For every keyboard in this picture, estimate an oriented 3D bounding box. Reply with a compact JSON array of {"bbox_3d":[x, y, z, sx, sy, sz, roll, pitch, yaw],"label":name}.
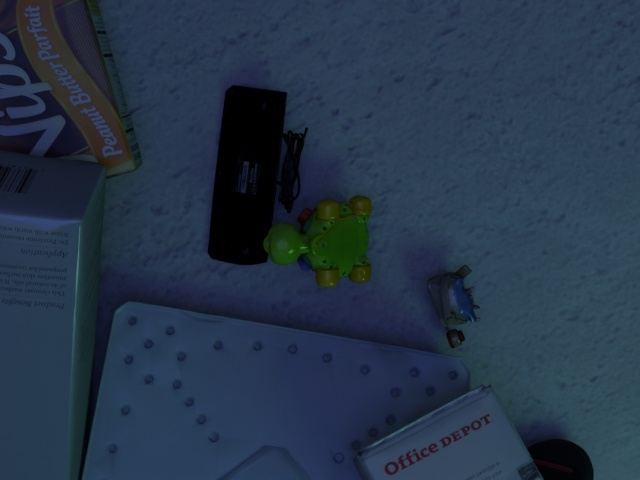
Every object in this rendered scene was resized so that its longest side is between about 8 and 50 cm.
[{"bbox_3d":[-0.063,-0.067,1.536,0.100,0.038,0.192,11,99,21],"label":"keyboard"}]

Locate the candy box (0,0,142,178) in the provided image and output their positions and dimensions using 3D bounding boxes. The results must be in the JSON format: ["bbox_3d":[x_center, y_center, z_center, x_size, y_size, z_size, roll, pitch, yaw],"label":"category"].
[{"bbox_3d":[-0.317,-0.203,1.477,0.183,0.087,0.316,-15,99,2],"label":"candy box"}]

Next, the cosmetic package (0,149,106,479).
[{"bbox_3d":[-0.340,0.111,1.439,0.217,0.156,0.385,8,115,-3],"label":"cosmetic package"}]

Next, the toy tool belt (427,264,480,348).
[{"bbox_3d":[0.151,0.071,1.543,0.051,0.052,0.083,-20,98,10],"label":"toy tool belt"}]

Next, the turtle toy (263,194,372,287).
[{"bbox_3d":[0.000,0.000,1.509,0.130,0.066,0.095,-6,100,-43],"label":"turtle toy"}]

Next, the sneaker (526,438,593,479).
[{"bbox_3d":[0.210,0.367,1.563,0.116,0.136,0.314,19,75,25],"label":"sneaker"}]

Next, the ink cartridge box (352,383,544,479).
[{"bbox_3d":[0.151,0.279,1.452,0.158,0.092,0.218,-27,80,-8],"label":"ink cartridge box"}]

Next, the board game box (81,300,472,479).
[{"bbox_3d":[-0.059,0.287,1.516,0.390,0.050,0.390,10,81,-3],"label":"board game box"}]
